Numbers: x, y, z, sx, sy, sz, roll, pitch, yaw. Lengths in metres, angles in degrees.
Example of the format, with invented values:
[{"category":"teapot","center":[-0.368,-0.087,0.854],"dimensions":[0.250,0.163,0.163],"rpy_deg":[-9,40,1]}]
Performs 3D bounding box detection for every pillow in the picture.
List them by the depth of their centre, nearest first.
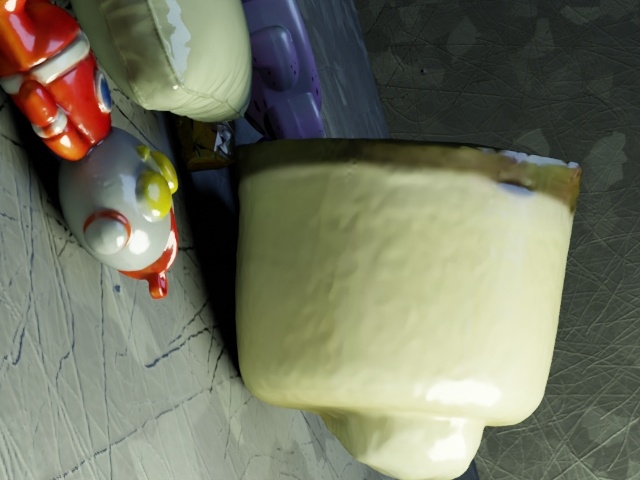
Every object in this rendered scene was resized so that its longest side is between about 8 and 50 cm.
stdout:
[{"category":"pillow","center":[-0.150,-0.253,1.055],"dimensions":[0.255,0.120,0.322],"rpy_deg":[-5,77,-81]}]

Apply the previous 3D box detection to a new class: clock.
[{"category":"clock","center":[-0.075,-0.225,1.359],"dimensions":[0.227,0.090,0.248],"rpy_deg":[-131,-161,-67]}]

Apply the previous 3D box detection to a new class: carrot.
[{"category":"carrot","center":[-0.128,-0.170,1.220],"dimensions":[0.069,0.069,0.228],"rpy_deg":[38,35,-72]}]

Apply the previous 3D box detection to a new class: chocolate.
[{"category":"chocolate","center":[0.066,0.059,1.178],"dimensions":[0.326,0.314,0.297],"rpy_deg":[-2,98,-85]}]

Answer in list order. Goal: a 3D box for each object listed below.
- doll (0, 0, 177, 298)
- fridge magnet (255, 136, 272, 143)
[{"category":"doll","center":[-0.154,-0.065,0.851],"dimensions":[0.142,0.076,0.245],"rpy_deg":[-83,149,-66]},{"category":"fridge magnet","center":[0.000,0.000,1.442],"dimensions":[0.265,0.113,0.265],"rpy_deg":[-24,90,-80]}]
